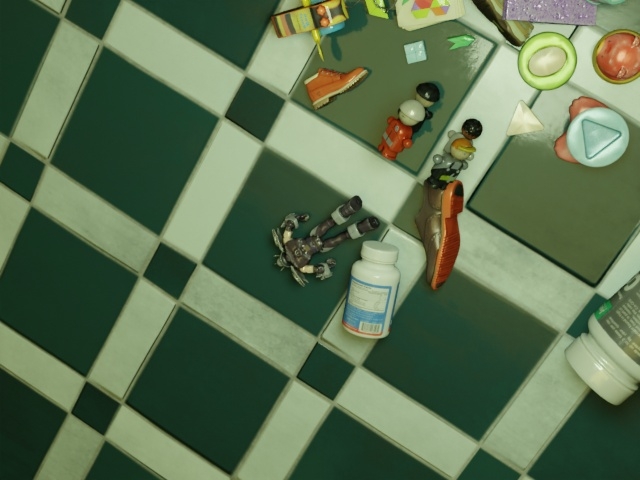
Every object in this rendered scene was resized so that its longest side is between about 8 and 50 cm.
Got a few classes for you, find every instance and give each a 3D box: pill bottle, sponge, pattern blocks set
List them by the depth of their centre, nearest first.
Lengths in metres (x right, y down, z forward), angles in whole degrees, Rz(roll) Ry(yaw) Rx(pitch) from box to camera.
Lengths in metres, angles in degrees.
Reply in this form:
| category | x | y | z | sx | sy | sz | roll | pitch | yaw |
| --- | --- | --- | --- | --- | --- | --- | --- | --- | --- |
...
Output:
| category | x | y | z | sx | sy | sz | roll | pitch | yaw |
| --- | --- | --- | --- | --- | --- | --- | --- | --- | --- |
| sponge | 0.501 | -0.530 | 1.761 | 0.210 | 0.031 | 0.117 | 1 | 103 | -10 |
| pill bottle | 0.737 | 0.188 | 1.818 | 0.204 | 0.204 | 0.361 | 42 | 108 | 2 |
| pattern blocks set | 0.238 | -0.576 | 1.833 | 0.285 | 0.026 | 0.325 | -20 | 108 | 20 |
| pill bottle | 0.129 | 0.118 | 2.001 | 0.124 | 0.124 | 0.221 | 13 | 105 | 11 |

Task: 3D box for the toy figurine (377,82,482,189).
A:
| category | x | y | z | sx | sy | sz | roll | pitch | yaw |
| --- | --- | --- | --- | --- | --- | --- | --- | --- | --- |
| toy figurine | 0.257 | -0.239 | 1.838 | 0.209 | 0.213 | 0.148 | 35 | 122 | 5 |

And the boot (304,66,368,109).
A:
| category | x | y | z | sx | sy | sz | roll | pitch | yaw |
| --- | --- | --- | --- | --- | --- | --- | --- | --- | --- |
| boot | 0.035 | -0.385 | 1.945 | 0.158 | 0.059 | 0.084 | -26 | 90 | 20 |

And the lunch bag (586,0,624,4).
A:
| category | x | y | z | sx | sy | sz | roll | pitch | yaw |
| --- | --- | --- | --- | --- | --- | --- | --- | --- | --- |
| lunch bag | 0.587 | -0.641 | 1.680 | 0.279 | 0.108 | 0.224 | 43 | 92 | -16 |

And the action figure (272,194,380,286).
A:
| category | x | y | z | sx | sy | sz | roll | pitch | yaw |
| --- | --- | --- | --- | --- | --- | --- | --- | --- | --- |
| action figure | 0.000 | 0.000 | 2.026 | 0.285 | 0.099 | 0.185 | -29 | 101 | 22 |

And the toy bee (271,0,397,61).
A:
| category | x | y | z | sx | sy | sz | roll | pitch | yaw |
| --- | --- | --- | --- | --- | --- | --- | --- | --- | --- |
| toy bee | -0.002 | -0.521 | 1.835 | 0.298 | 0.162 | 0.195 | -32 | 98 | 35 |

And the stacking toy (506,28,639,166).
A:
| category | x | y | z | sx | sy | sz | roll | pitch | yaw |
| --- | --- | --- | --- | --- | --- | --- | --- | --- | --- |
| stacking toy | 0.561 | -0.320 | 1.785 | 0.280 | 0.130 | 0.309 | 12 | 105 | 11 |

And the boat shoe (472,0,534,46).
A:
| category | x | y | z | sx | sy | sz | roll | pitch | yaw |
| --- | --- | --- | --- | --- | --- | --- | --- | --- | --- |
| boat shoe | 0.402 | -0.518 | 1.800 | 0.190 | 0.068 | 0.072 | 41 | 90 | -27 |

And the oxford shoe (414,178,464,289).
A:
| category | x | y | z | sx | sy | sz | roll | pitch | yaw |
| --- | --- | --- | --- | --- | --- | --- | --- | --- | --- |
| oxford shoe | 0.278 | -0.018 | 1.960 | 0.098 | 0.097 | 0.271 | 13 | 102 | 32 |
